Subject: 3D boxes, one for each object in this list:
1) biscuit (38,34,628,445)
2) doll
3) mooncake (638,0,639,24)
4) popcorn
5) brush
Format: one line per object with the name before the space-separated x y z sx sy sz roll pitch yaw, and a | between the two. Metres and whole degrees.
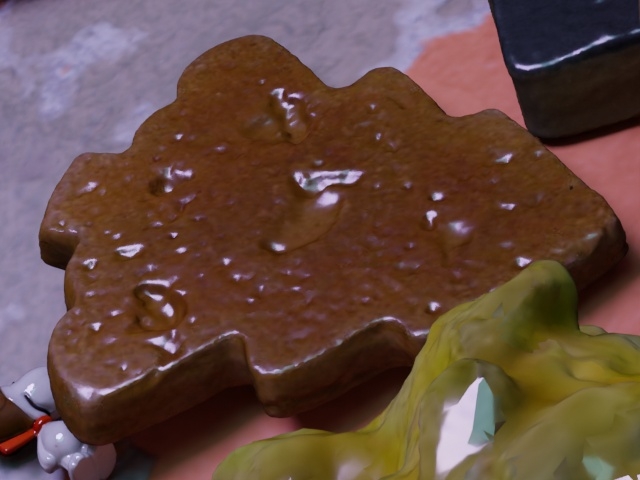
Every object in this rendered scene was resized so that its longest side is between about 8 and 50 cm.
biscuit | 0.000 0.001 0.849 0.301 0.043 0.278 6 47 23
doll | -0.137 0.094 0.834 0.058 0.040 0.085 -23 44 -13
mooncake | 0.315 -0.192 0.631 0.467 0.262 0.467 -3 82 22
popcorn | 0.065 0.149 0.581 0.252 0.215 0.286 -31 32 43
brush | 0.146 -0.148 0.914 0.123 0.059 0.197 -18 45 9
